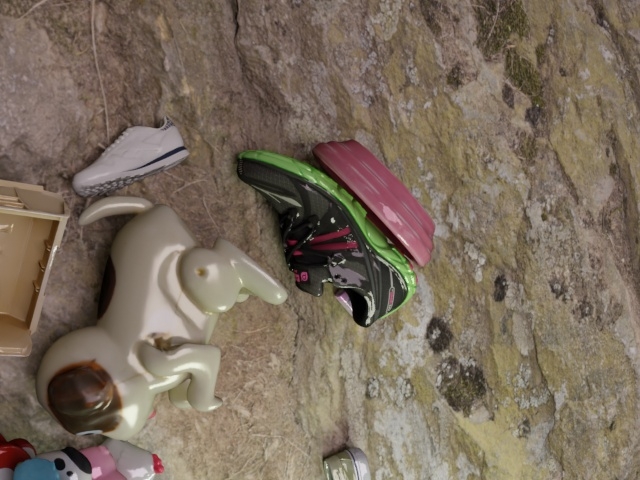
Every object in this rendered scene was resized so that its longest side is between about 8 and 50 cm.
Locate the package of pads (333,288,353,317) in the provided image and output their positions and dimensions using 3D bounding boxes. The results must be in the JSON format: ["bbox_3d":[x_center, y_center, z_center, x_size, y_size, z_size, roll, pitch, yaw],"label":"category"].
[{"bbox_3d":[0.071,0.133,1.875,0.050,0.032,0.083,-50,117,-20],"label":"package of pads"}]

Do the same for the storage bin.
[{"bbox_3d":[-0.553,0.039,1.328,0.260,0.123,0.262,8,112,-34],"label":"storage bin"}]

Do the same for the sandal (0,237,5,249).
[{"bbox_3d":[-0.620,-0.028,1.361,0.240,0.088,0.079,39,64,-34],"label":"sandal"}]

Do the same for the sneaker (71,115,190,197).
[{"bbox_3d":[-0.360,-0.153,1.550,0.235,0.090,0.095,-27,93,-35],"label":"sneaker"}]

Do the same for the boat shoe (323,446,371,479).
[{"bbox_3d":[0.067,0.613,1.857,0.094,0.109,0.302,-8,87,-19],"label":"boat shoe"}]

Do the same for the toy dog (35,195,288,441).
[{"bbox_3d":[-0.314,0.160,1.466,0.395,0.284,0.408,45,69,-26],"label":"toy dog"}]

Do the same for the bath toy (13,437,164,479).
[{"bbox_3d":[-0.374,0.413,1.411,0.348,0.129,0.152,20,70,-77],"label":"bath toy"}]

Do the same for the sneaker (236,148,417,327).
[{"bbox_3d":[0.000,0.000,1.729,0.483,0.185,0.202,45,81,-16],"label":"sneaker"}]

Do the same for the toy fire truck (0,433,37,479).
[{"bbox_3d":[-0.574,0.461,1.353,0.302,0.169,0.254,-25,107,-35],"label":"toy fire truck"}]

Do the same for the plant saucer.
[{"bbox_3d":[0.122,-0.090,1.722,0.084,0.332,0.332,-43,116,1],"label":"plant saucer"}]
